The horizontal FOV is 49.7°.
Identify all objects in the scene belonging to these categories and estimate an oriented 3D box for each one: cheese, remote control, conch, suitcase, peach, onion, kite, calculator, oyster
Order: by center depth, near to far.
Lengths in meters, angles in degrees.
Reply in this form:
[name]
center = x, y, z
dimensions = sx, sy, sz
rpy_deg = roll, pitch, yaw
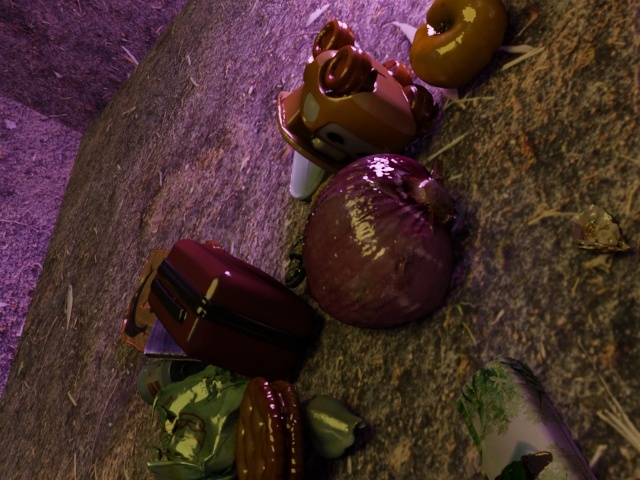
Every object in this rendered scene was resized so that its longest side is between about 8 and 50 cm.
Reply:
[oyster]
center = 0.322, -0.005, 0.804
dimensions = 0.051, 0.034, 0.093
rpy_deg = -28, 31, 21
[conch]
center = 0.002, 0.276, 1.035
dimensions = 0.180, 0.065, 0.088
rpy_deg = 0, 66, 53
[cheese]
center = 0.172, -0.032, 1.054
dimensions = 0.121, 0.026, 0.067
rpy_deg = 16, 81, 59
[onion]
center = 0.038, 0.020, 1.062
dimensions = 0.349, 0.159, 0.267
rpy_deg = -42, 45, 39
[peach]
center = 0.223, -0.335, 1.137
dimensions = 0.179, 0.103, 0.179
rpy_deg = -40, 35, 36
[suitcase]
center = -0.167, 0.120, 1.243
dimensions = 0.161, 0.236, 0.297
rpy_deg = -63, 30, 1
[remote control]
center = -0.012, -0.183, 1.422
dimensions = 0.104, 0.052, 0.247
rpy_deg = -29, 44, 42
[calculator]
center = -0.265, 0.140, 1.460
dimensions = 0.161, 0.021, 0.261
rpy_deg = 0, 46, 14
[kite]
center = -0.453, 0.140, 1.877
dimensions = 0.327, 0.013, 0.377
rpy_deg = -42, 35, 31

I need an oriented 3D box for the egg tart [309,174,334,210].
[egg tart]
center = 0.024, -0.085, 1.294
dimensions = 0.105, 0.039, 0.105
rpy_deg = -39, 23, 20

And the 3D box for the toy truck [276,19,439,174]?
[toy truck]
center = 0.054, -0.244, 1.222
dimensions = 0.211, 0.204, 0.288
rpy_deg = -51, 33, 25

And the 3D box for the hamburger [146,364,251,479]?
[hamburger]
center = -0.225, 0.333, 1.253
dimensions = 0.276, 0.151, 0.260
rpy_deg = 9, 73, 59

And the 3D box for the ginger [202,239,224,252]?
[ginger]
center = -0.266, 0.058, 1.599
dimensions = 0.103, 0.073, 0.162
rpy_deg = -37, 38, 35

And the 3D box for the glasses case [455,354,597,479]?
[glasses case]
center = 0.228, 0.250, 0.717
dimensions = 0.095, 0.062, 0.272
rpy_deg = -49, 33, 21

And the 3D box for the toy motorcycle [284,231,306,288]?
[toy motorcycle]
center = 0.000, 0.000, 1.256
dimensions = 0.193, 0.061, 0.124
rpy_deg = -45, 25, 18

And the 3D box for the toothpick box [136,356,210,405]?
[toothpick box]
center = -0.310, 0.293, 1.458
dimensions = 0.153, 0.101, 0.101
rpy_deg = -26, 46, 46

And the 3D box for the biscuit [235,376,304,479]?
[biscuit]
center = -0.081, 0.321, 1.065
dimensions = 0.220, 0.066, 0.220
rpy_deg = -174, 90, -71
